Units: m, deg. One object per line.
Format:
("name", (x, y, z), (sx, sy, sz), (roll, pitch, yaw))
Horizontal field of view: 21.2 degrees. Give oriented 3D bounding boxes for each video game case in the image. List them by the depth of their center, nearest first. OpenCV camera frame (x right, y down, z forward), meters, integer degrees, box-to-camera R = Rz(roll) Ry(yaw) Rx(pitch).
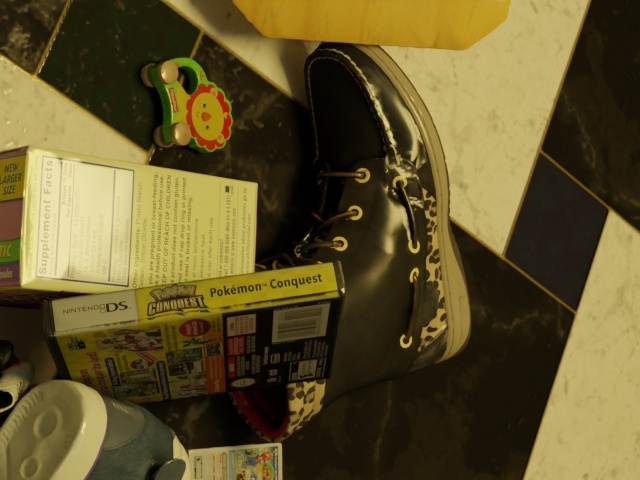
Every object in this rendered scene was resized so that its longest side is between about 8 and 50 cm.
("video game case", (-0.108, 0.091, 1.515), (0.248, 0.275, 0.035), (-8, 71, -5))
("video game case", (-0.088, 0.254, 1.753), (0.122, 0.011, 0.087), (1, 87, -41))

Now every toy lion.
("toy lion", (-0.129, -0.136, 1.726), (0.096, 0.034, 0.100), (-19, 100, -47))

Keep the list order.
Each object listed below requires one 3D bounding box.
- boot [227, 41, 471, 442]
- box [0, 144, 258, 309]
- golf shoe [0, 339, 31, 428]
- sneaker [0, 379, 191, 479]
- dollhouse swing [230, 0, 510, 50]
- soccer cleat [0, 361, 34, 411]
("boot", (0.000, 0.000, 1.767), (0.284, 0.138, 0.377), (-28, 112, -38))
("box", (-0.215, 0.000, 1.518), (0.243, 0.214, 0.117), (9, 81, -41))
("golf shoe", (-0.325, 0.177, 1.507), (0.198, 0.077, 0.094), (-46, 117, -32))
("sneaker", (-0.241, 0.291, 1.543), (0.322, 0.130, 0.236), (-56, 142, -6))
("dollhouse swing", (0.051, -0.413, 1.768), (0.347, 0.305, 0.315), (2, 42, -13))
("soccer cleat", (-0.274, 0.132, 1.494), (0.083, 0.036, 0.029), (-38, 114, -46))
